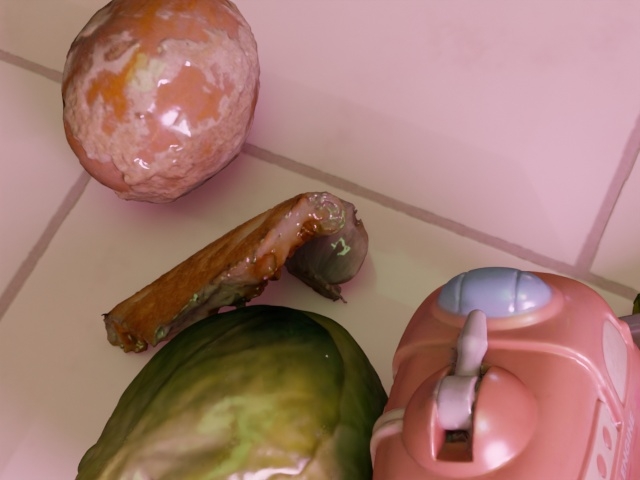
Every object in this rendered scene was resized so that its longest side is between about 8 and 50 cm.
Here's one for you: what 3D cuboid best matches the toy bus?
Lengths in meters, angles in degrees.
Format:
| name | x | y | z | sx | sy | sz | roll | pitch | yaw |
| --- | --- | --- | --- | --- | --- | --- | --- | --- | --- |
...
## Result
| name | x | y | z | sx | sy | sz | roll | pitch | yaw |
| --- | --- | --- | --- | --- | --- | --- | --- | --- | --- |
| toy bus | 0.132 | 0.144 | 0.780 | 0.194 | 0.232 | 0.287 | -3 | 42 | 27 |

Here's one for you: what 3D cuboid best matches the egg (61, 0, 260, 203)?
| name | x | y | z | sx | sy | sz | roll | pitch | yaw |
| --- | --- | --- | --- | --- | --- | --- | --- | --- | --- |
| egg | -0.154 | -0.149 | 1.048 | 0.195 | 0.195 | 0.233 | 6 | 69 | 9 |

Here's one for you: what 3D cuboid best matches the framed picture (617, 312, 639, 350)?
| name | x | y | z | sx | sy | sz | roll | pitch | yaw |
| --- | --- | --- | --- | --- | --- | --- | --- | --- | --- |
| framed picture | 0.255 | 0.268 | 0.836 | 0.326 | 0.028 | 0.446 | -13 | 61 | 19 |

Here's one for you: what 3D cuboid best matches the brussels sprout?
| name | x | y | z | sx | sy | sz | roll | pitch | yaw |
| --- | --- | --- | --- | --- | --- | --- | --- | --- | --- |
| brussels sprout | -0.062 | 0.166 | 0.840 | 0.219 | 0.210 | 0.271 | 8 | 33 | 43 |

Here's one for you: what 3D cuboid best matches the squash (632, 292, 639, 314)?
| name | x | y | z | sx | sy | sz | roll | pitch | yaw |
| --- | --- | --- | --- | --- | --- | --- | --- | --- | --- |
| squash | 0.319 | 0.133 | 0.928 | 0.066 | 0.066 | 0.201 | -16 | 59 | -2 |

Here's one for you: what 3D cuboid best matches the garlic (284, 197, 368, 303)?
| name | x | y | z | sx | sy | sz | roll | pitch | yaw |
| --- | --- | --- | --- | --- | --- | --- | --- | --- | --- |
| garlic | 0.001 | -0.005 | 1.024 | 0.113 | 0.074 | 0.094 | 25 | 78 | 33 |

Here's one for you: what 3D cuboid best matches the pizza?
| name | x | y | z | sx | sy | sz | roll | pitch | yaw |
| --- | --- | --- | --- | --- | --- | --- | --- | --- | --- |
| pizza | -0.093 | 0.035 | 0.969 | 0.271 | 0.134 | 0.056 | -33 | 108 | 11 |
